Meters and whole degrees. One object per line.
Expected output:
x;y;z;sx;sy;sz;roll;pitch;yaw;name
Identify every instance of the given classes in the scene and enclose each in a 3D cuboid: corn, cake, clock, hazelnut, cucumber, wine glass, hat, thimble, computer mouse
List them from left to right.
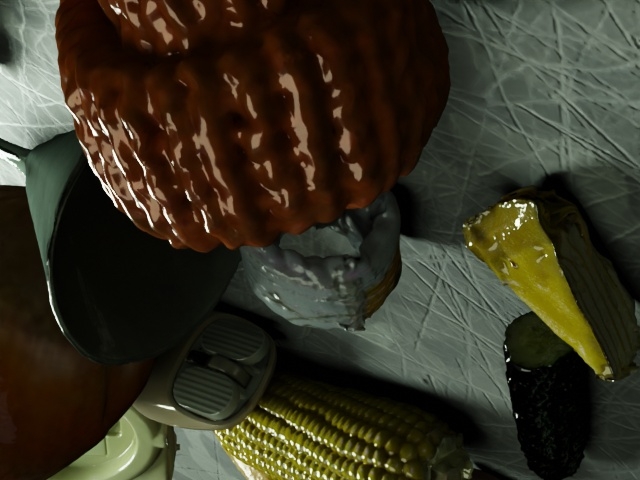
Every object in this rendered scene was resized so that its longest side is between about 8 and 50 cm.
-0.340;0.109;1.945;0.315;0.372;0.372;8;156;-3;hazelnut
-0.285;-0.079;1.649;0.406;0.267;0.267;27;156;36;wine glass
-0.345;0.220;2.230;0.310;0.114;0.284;2;133;1;clock
-0.148;0.150;2.002;0.082;0.145;0.236;41;160;-29;computer mouse
-0.058;-0.213;1.090;0.285;0.285;0.400;19;133;36;hat
-0.003;0.000;1.519;0.151;0.127;0.118;23;156;17;thimble
0.014;0.233;1.937;0.387;0.144;0.144;8;144;48;corn
0.216;0.163;1.597;0.072;0.072;0.300;25;156;26;cucumber
0.209;0.022;1.353;0.185;0.080;0.116;45;146;4;cake

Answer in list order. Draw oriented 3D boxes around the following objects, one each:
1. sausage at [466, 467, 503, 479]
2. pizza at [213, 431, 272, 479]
0.225;0.297;1.882;0.186;0.043;0.043;23;154;32;sausage
-0.053;0.289;2.175;0.134;0.056;0.271;13;-156;-45;pizza
